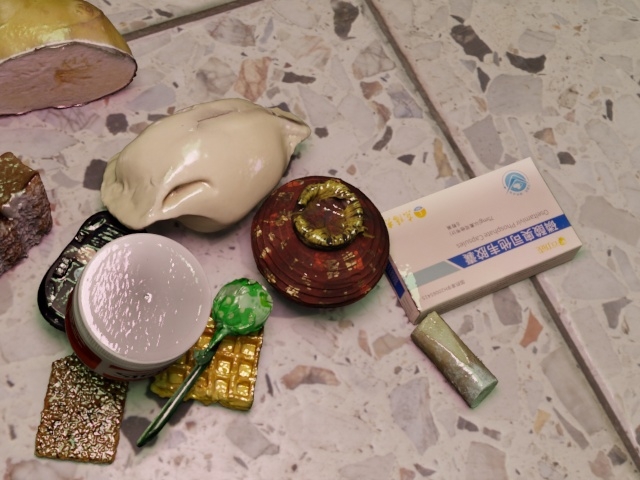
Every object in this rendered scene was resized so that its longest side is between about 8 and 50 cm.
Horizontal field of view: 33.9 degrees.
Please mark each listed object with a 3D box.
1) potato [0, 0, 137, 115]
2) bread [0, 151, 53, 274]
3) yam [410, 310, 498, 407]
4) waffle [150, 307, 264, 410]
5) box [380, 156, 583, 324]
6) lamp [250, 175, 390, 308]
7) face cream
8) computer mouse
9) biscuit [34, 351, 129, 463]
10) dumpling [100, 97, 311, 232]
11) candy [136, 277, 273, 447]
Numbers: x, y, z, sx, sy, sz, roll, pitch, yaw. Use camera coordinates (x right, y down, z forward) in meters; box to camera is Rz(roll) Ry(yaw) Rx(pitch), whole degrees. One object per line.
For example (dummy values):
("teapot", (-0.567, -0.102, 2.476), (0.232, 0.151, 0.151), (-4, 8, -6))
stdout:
("potato", (-0.490, -0.361, 1.866), (0.299, 0.246, 0.196), (-11, 74, -15))
("bread", (-0.612, 0.048, 1.699), (0.113, 0.165, 0.416), (35, 66, 16))
("yam", (0.227, 0.200, 1.784), (0.068, 0.068, 0.169), (-35, 74, -21))
("waffle", (-0.205, 0.190, 1.740), (0.210, 0.055, 0.160), (8, 63, -4))
("box", (0.275, -0.004, 1.889), (0.343, 0.065, 0.200), (-20, 69, -16))
("lamp", (0.000, 0.000, 1.767), (0.247, 0.247, 0.247), (3, 64, -6))
("face cream", (-0.283, 0.107, 1.614), (0.201, 0.187, 0.201), (6, 73, -18))
("computer mouse", (-0.376, 0.061, 1.760), (0.137, 0.096, 0.233), (30, 62, -1))
("biscuit", (-0.380, 0.242, 1.709), (0.131, 0.026, 0.237), (8, 65, -5))
("dumpling", (-0.217, -0.154, 1.819), (0.395, 0.233, 0.315), (-35, 41, -28))
("candy", (-0.191, 0.195, 1.671), (0.097, 0.097, 0.323), (33, 71, 9))
